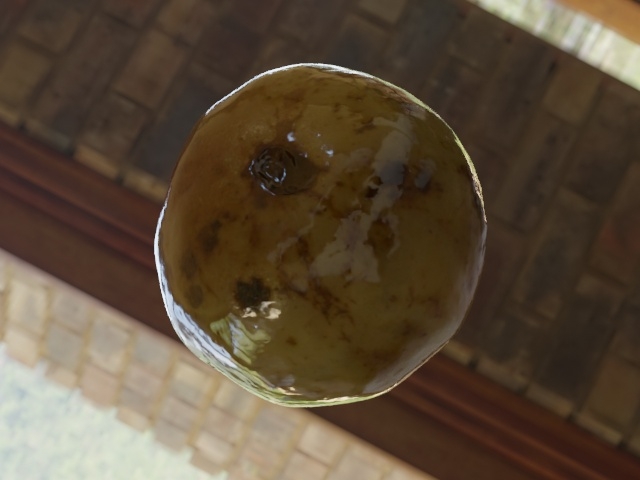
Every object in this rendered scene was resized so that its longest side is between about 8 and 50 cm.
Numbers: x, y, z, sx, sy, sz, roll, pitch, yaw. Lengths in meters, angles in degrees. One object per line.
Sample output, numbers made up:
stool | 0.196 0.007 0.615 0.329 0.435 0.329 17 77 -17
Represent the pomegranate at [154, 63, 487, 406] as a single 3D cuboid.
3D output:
pomegranate | 0.000 0.000 1.046 0.215 0.215 0.215 -62 -1 -2
